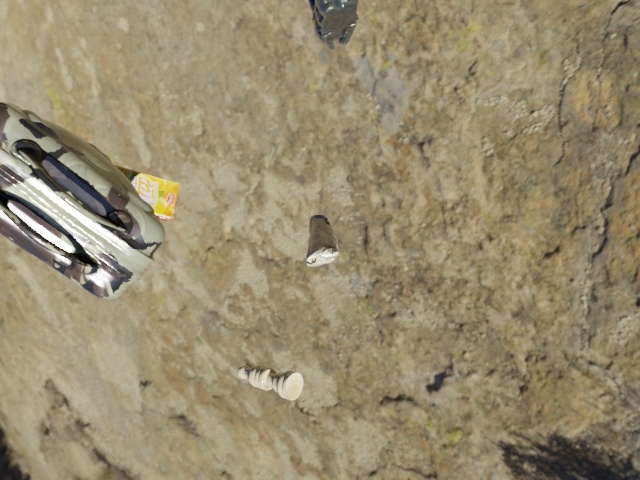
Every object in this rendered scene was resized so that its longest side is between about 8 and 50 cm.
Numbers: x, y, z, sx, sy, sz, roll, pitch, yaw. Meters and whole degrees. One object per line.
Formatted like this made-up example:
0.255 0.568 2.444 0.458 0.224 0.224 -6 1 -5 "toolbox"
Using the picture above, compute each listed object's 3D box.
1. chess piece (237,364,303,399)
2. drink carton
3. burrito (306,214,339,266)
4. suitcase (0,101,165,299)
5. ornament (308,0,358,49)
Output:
-0.068 0.174 0.742 0.092 0.035 0.035 5 120 37 "chess piece"
-0.464 -0.120 1.426 0.071 0.223 0.096 -6 71 58 "drink carton"
0.000 0.000 1.489 0.275 0.082 0.059 -98 -4 -69 "burrito"
-0.412 -0.067 0.946 0.351 0.194 0.339 41 173 -24 "suitcase"
-0.020 -0.475 1.038 0.236 0.080 0.202 64 178 3 "ornament"
